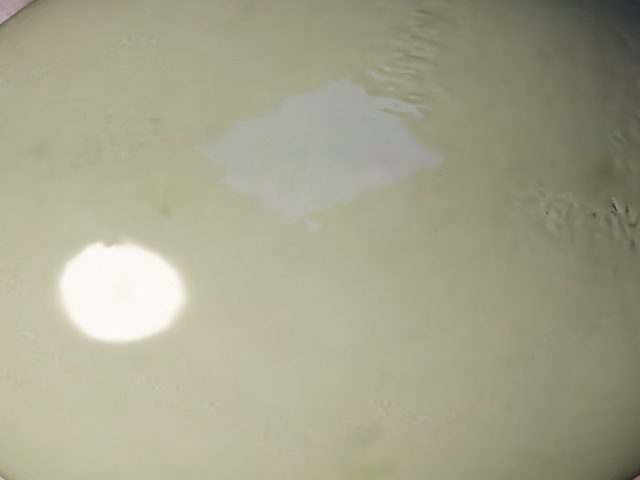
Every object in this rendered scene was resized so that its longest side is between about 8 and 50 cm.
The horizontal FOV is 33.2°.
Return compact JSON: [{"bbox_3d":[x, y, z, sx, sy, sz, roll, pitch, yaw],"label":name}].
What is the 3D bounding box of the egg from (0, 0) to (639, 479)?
[{"bbox_3d":[0.000,0.000,0.467,0.388,0.276,0.276,-4,60,9],"label":"egg"}]
